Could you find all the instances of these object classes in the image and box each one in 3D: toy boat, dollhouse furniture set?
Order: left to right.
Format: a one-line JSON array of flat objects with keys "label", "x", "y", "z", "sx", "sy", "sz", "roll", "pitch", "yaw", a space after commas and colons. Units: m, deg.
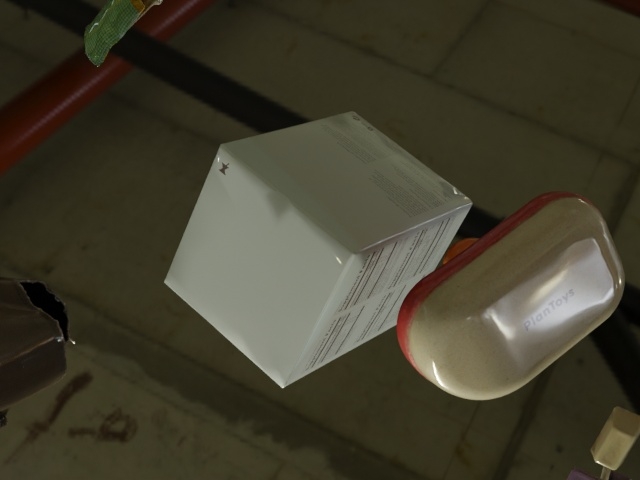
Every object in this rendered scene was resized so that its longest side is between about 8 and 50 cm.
[{"label": "dollhouse furniture set", "x": -0.166, "y": -0.206, "z": 0.818, "sx": 0.058, "sy": 0.076, "sz": 0.152, "roll": 39, "pitch": -159, "yaw": -31}, {"label": "toy boat", "x": 0.172, "y": 0.044, "z": 1.063, "sx": 0.231, "sy": 0.151, "sz": 0.151, "roll": -35, "pitch": -149, "yaw": -10}, {"label": "dollhouse furniture set", "x": 0.305, "y": 0.205, "z": 1.057, "sx": 0.091, "sy": 0.114, "sz": 0.081, "roll": 25, "pitch": -145, "yaw": 11}]

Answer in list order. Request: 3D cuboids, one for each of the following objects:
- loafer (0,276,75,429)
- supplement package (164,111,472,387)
[{"label": "loafer", "x": -0.255, "y": 0.072, "z": 0.769, "sx": 0.130, "sy": 0.134, "sz": 0.366, "roll": -21, "pitch": -171, "yaw": -3}, {"label": "supplement package", "x": 0.000, "y": 0.000, "z": 1.251, "sx": 0.199, "sy": 0.198, "sz": 0.262, "roll": 39, "pitch": -148, "yaw": 21}]
